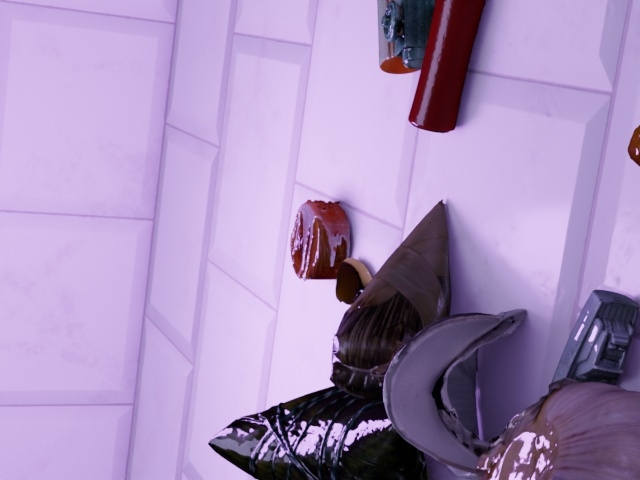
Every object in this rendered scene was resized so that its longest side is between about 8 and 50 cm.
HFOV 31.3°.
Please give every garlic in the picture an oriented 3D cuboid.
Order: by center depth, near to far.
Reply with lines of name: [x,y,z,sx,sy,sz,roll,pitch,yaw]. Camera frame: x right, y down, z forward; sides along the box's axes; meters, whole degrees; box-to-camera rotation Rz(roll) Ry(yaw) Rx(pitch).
garlic: [0.304,0.311,1.282,0.322,0.241,0.321,-175,90,-80]

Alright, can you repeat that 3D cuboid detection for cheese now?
cheese: [0.077,0.085,2.049,0.162,0.036,0.086,-156,74,-64]

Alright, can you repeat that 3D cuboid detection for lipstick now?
lipstick: [0.198,-0.289,1.777,0.080,0.080,0.241,-135,53,-59]

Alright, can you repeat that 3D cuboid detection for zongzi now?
zongzi: [0.118,0.077,1.711,0.289,0.154,0.317,15,-93,-77]
zongzi: [0.058,0.320,1.800,0.383,0.319,0.362,44,144,37]

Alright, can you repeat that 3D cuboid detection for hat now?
hat: [0.174,0.223,1.573,0.168,0.301,0.257,-14,72,41]

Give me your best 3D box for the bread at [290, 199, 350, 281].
bread: [0.000,0.000,2.186,0.160,0.073,0.160,-177,90,-69]

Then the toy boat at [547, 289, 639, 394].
toy boat: [0.330,0.188,1.430,0.085,0.078,0.260,-106,29,-66]

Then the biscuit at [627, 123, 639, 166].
biscuit: [0.461,-0.141,1.145,0.318,0.111,0.312,-134,53,-58]

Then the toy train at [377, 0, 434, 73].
toy train: [0.141,-0.411,1.896,0.177,0.116,0.285,141,128,-74]
